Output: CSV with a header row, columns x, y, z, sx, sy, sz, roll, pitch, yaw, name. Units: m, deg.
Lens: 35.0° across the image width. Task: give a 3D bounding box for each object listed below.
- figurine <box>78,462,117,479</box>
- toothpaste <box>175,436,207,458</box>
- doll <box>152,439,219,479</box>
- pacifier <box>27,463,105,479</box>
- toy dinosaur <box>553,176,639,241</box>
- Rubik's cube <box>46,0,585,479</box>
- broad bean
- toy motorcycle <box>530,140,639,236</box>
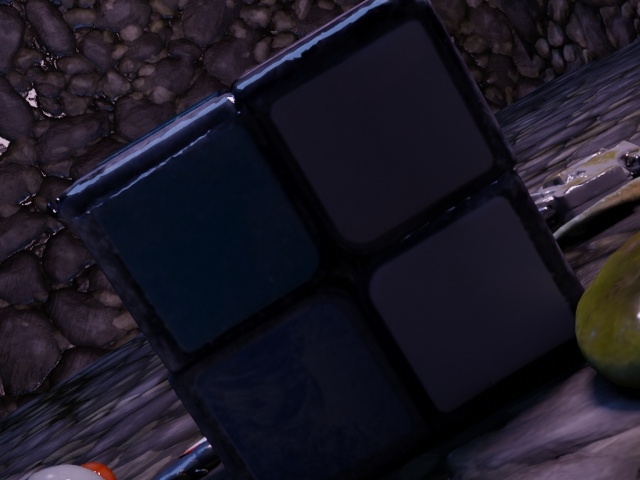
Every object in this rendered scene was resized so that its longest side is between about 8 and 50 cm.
x,y,z,sx,sy,sz,roll,pitch,yaw,name
-0.288,0.293,1.144,0.140,0.068,0.075,-30,2,20,figurine
-0.070,0.193,1.110,0.190,0.031,0.048,-31,-17,4,toothpaste
-0.152,0.249,1.059,0.125,0.027,0.037,-35,6,-21,doll
-0.227,0.213,0.634,0.226,0.238,0.287,-34,2,-1,pacifier
0.368,-0.075,0.941,0.393,0.092,0.205,-18,16,24,toy dinosaur
0.000,0.000,0.882,0.318,0.313,0.316,-31,11,1,Rubik's cube
0.248,0.027,0.699,0.207,0.072,0.153,-36,1,-42,broad bean
0.306,-0.057,1.177,0.225,0.073,0.152,-28,4,4,toy motorcycle
